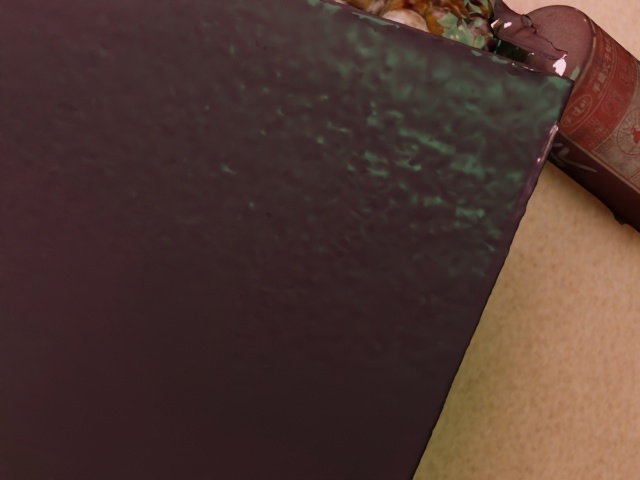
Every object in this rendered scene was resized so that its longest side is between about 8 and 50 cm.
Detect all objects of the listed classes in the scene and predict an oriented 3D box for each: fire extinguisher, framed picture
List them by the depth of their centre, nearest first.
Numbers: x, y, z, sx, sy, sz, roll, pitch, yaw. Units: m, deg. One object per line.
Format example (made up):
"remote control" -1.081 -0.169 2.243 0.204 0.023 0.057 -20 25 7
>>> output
"framed picture" -0.088 0.003 0.703 0.339 0.014 0.255 15 106 -18
"fire extinguisher" 0.149 -0.079 0.894 0.252 0.106 0.075 35 66 -33

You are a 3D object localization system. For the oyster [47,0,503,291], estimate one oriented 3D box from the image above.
"oyster" -0.044 -0.069 0.755 0.268 0.112 0.198 -21 107 -16
